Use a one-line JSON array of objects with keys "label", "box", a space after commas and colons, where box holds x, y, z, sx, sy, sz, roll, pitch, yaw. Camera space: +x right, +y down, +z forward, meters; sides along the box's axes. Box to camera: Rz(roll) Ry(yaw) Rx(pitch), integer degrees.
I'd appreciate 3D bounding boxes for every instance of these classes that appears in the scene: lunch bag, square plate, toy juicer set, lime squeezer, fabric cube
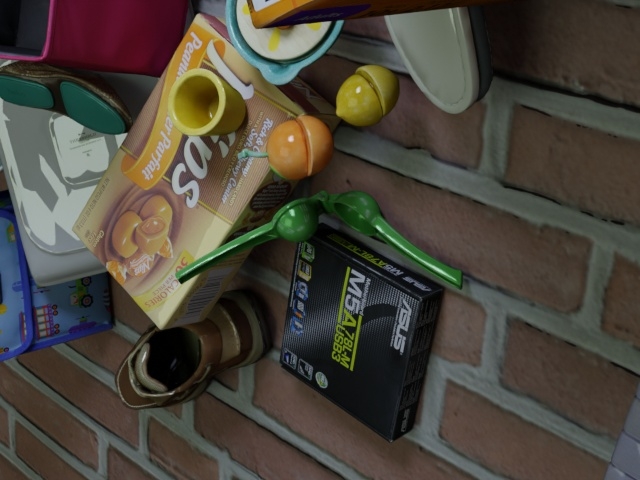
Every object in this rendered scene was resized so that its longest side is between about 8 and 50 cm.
[{"label": "lunch bag", "box": [-0.464, 0.050, 1.421, 0.138, 0.293, 0.221, 14, 113, 42]}, {"label": "square plate", "box": [-0.288, -0.128, 1.277, 0.347, 0.049, 0.344, -11, 95, 24]}, {"label": "toy juicer set", "box": [-0.002, -0.212, 0.960, 0.209, 0.089, 0.329, 35, 102, 23]}, {"label": "lime squeezer", "box": [0.000, 0.000, 1.066, 0.310, 0.059, 0.110, 0, 77, 13]}, {"label": "fabric cube", "box": [-0.308, -0.324, 1.088, 0.254, 0.258, 0.259, 12, 99, 21]}]

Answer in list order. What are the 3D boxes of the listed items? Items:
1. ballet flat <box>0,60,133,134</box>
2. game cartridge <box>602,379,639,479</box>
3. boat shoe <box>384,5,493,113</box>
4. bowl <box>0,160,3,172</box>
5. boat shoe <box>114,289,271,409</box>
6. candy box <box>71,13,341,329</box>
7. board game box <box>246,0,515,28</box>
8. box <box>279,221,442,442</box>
[{"label": "ballet flat", "box": [-0.303, -0.185, 1.206, 0.206, 0.067, 0.073, 20, 136, 19]}, {"label": "game cartridge", "box": [0.410, 0.198, 0.764, 0.355, 0.068, 0.230, 31, 119, 35]}, {"label": "boat shoe", "box": [0.104, -0.272, 0.875, 0.116, 0.099, 0.320, -28, 79, 64]}, {"label": "bowl", "box": [-0.531, -0.228, 1.441, 0.311, 0.163, 0.312, 1, 98, 6]}, {"label": "boat shoe", "box": [-0.200, 0.154, 1.316, 0.324, 0.120, 0.123, -35, 78, 45]}, {"label": "candy box", "box": [-0.138, -0.074, 1.136, 0.183, 0.087, 0.316, 44, 113, 20]}, {"label": "board game box", "box": [0.151, -0.366, 0.621, 0.356, 0.356, 0.356, -11, 96, 46]}, {"label": "box", "box": [0.039, 0.101, 1.113, 0.184, 0.045, 0.191, 32, 124, 37]}]
